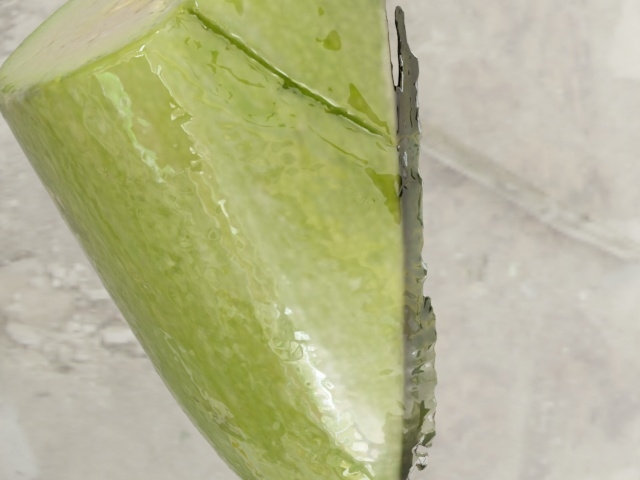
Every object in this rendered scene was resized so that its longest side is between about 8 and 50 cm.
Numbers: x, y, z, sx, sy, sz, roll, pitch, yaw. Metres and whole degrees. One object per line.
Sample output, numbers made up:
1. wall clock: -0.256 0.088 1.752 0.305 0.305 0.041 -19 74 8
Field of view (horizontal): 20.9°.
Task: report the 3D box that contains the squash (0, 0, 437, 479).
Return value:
1. squash: 0.000 0.000 0.857 0.210 0.233 0.309 -36 109 -4
